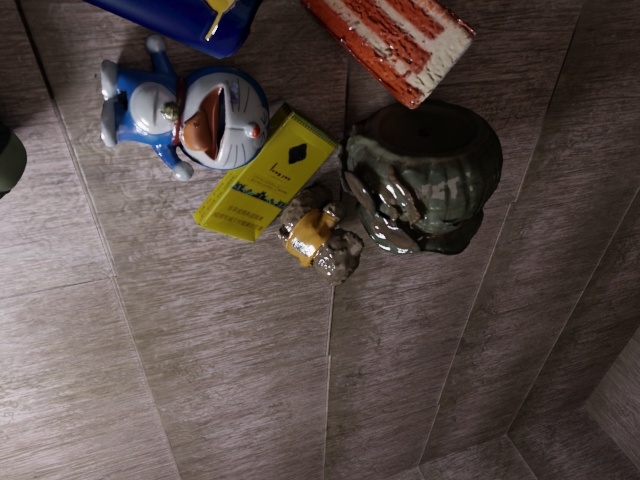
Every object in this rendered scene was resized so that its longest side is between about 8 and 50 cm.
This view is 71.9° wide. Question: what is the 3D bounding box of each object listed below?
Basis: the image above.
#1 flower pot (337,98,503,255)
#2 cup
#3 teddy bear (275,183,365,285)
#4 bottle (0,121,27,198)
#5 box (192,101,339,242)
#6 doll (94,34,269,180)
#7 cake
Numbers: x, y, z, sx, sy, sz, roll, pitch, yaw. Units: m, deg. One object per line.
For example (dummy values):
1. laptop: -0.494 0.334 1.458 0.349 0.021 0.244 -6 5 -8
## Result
1. flower pot: 0.176 -0.119 0.836 0.301 0.302 0.213 -18 135 -10
2. cup: -0.184 -0.372 0.521 0.256 0.179 0.255 12 148 -33
3. teddy bear: 0.000 0.000 0.900 0.140 0.190 0.177 -24 146 -53
4. bottle: -0.536 -0.187 0.543 0.168 0.168 0.347 -29 135 0
5. box: -0.102 -0.117 0.846 0.279 0.041 0.153 -47 147 16
6. doll: -0.205 -0.202 0.686 0.256 0.161 0.216 0 101 -20
7. cake: 0.116 -0.371 0.764 0.262 0.160 0.158 41 106 -5
